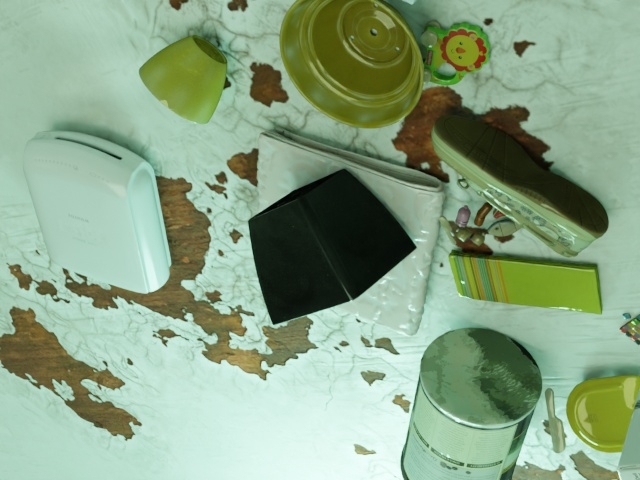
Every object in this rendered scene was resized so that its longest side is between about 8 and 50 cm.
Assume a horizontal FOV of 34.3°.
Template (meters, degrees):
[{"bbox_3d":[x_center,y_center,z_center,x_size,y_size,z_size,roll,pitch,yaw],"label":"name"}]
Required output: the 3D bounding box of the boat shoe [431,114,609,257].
[{"bbox_3d":[0.269,-0.071,1.473,0.285,0.104,0.089,35,136,0],"label":"boat shoe"}]

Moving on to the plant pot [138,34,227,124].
[{"bbox_3d":[-0.199,-0.260,1.606,0.134,0.134,0.095,40,109,-5],"label":"plant pot"}]

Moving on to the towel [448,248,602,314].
[{"bbox_3d":[0.322,0.065,1.632,0.237,0.021,0.102,6,136,28],"label":"towel"}]

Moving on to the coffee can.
[{"bbox_3d":[0.251,0.313,1.769,0.201,0.201,0.275,21,137,16],"label":"coffee can"}]

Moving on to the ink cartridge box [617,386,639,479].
[{"bbox_3d":[0.544,0.282,1.487,0.114,0.273,0.198,-16,121,41],"label":"ink cartridge box"}]

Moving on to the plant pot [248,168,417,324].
[{"bbox_3d":[0.000,0.000,1.598,0.188,0.187,0.167,-22,100,43],"label":"plant pot"}]

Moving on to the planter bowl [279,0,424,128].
[{"bbox_3d":[0.058,-0.270,1.437,0.217,0.090,0.217,18,137,18],"label":"planter bowl"}]

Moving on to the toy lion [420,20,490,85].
[{"bbox_3d":[0.183,-0.254,1.419,0.096,0.034,0.100,16,136,10],"label":"toy lion"}]

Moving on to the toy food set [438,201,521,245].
[{"bbox_3d":[0.245,-0.026,1.567,0.122,0.019,0.078,-18,121,23],"label":"toy food set"}]

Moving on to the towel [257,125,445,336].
[{"bbox_3d":[0.041,-0.014,1.718,0.317,0.053,0.332,21,136,17],"label":"towel"}]

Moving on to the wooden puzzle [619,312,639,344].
[{"bbox_3d":[0.495,0.141,1.595,0.083,0.006,0.049,38,139,-3],"label":"wooden puzzle"}]

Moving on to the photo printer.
[{"bbox_3d":[-0.416,-0.062,1.933,0.256,0.107,0.308,17,136,20],"label":"photo printer"}]

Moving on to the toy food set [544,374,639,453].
[{"bbox_3d":[0.479,0.275,1.695,0.218,0.071,0.128,-12,97,38],"label":"toy food set"}]

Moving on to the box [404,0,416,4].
[{"bbox_3d":[0.060,-0.456,1.241,0.231,0.127,0.262,26,137,13],"label":"box"}]
